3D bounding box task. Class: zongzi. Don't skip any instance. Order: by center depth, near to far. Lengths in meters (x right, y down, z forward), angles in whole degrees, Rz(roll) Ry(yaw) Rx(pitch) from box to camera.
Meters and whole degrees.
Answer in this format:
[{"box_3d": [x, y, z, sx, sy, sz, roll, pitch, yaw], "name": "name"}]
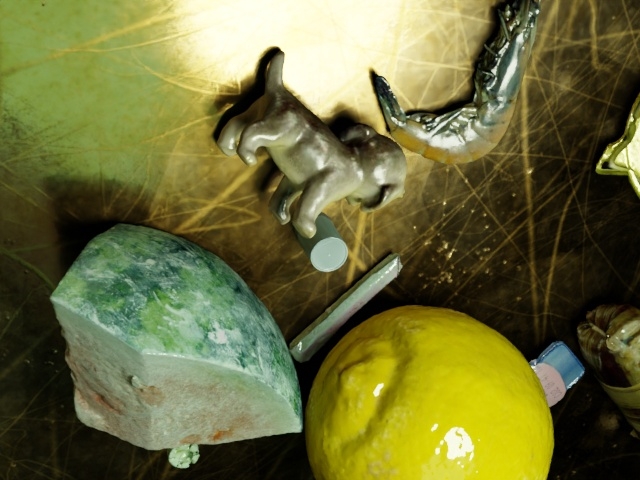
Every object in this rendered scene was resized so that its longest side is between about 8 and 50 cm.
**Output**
[{"box_3d": [0.559, 0.150, 1.462, 0.288, 0.134, 0.286, -43, 117, -8], "name": "zongzi"}]

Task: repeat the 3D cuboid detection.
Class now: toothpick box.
[{"box_3d": [0.000, 0.000, 1.220, 0.052, 0.083, 0.052, -7, 118, -13], "name": "toothpick box"}]

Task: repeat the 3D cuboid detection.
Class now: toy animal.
[{"box_3d": [-0.010, -0.099, 1.153, 0.233, 0.121, 0.168, 38, 84, -20], "name": "toy animal"}]

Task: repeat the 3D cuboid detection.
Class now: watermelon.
[{"box_3d": [-0.204, 0.146, 1.169, 0.258, 0.228, 0.387, -43, 130, 17], "name": "watermelon"}]

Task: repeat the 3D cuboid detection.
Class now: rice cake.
[{"box_3d": [0.037, 0.094, 1.311, 0.208, 0.033, 0.033, -43, 111, 6], "name": "rice cake"}]

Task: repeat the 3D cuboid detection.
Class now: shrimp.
[{"box_3d": [0.174, -0.221, 1.181, 0.198, 0.051, 0.262, 10, 116, -21], "name": "shrimp"}]

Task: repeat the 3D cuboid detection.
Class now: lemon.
[{"box_3d": [0.148, 0.255, 1.264, 0.348, 0.348, 0.348, -7, 118, -14], "name": "lemon"}]

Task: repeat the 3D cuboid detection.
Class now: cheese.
[{"box_3d": [0.291, 0.274, 1.462, 0.286, 0.074, 0.189, -44, 121, 3], "name": "cheese"}]

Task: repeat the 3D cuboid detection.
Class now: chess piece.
[{"box_3d": [-0.195, 0.264, 1.284, 0.067, 0.103, 0.067, -7, 118, -14], "name": "chess piece"}]

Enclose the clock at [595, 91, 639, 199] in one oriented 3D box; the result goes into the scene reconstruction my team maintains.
[{"box_3d": [0.560, -0.139, 1.287, 0.293, 0.071, 0.277, 33, 113, 5], "name": "clock"}]
